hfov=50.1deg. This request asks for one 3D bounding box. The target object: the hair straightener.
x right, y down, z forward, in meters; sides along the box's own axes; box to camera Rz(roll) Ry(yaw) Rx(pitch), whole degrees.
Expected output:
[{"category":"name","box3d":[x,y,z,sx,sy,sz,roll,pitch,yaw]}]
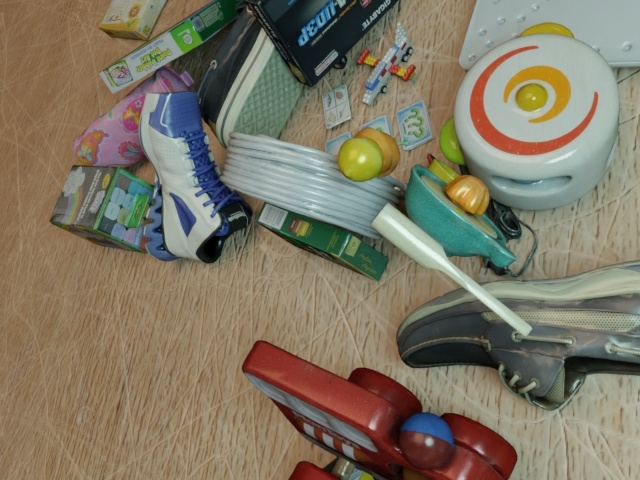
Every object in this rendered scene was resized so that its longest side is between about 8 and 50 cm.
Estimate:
[{"category":"hair straightener","box3d":[0.223,-0.050,0.914,0.089,0.047,0.230,-34,53,21]}]

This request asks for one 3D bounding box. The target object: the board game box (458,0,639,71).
[{"category":"board game box","box3d":[0.418,-0.397,0.925,0.390,0.050,0.390,9,75,40]}]

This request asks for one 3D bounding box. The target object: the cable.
[{"category":"cable","box3d":[-0.015,-0.080,0.974,0.257,0.257,0.089,21,95,36]}]

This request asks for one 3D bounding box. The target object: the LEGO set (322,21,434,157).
[{"category":"LEGO set","box3d":[0.073,-0.236,1.112,0.182,0.060,0.244,-21,57,24]}]

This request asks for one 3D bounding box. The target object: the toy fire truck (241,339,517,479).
[{"category":"toy fire truck","box3d":[0.073,0.226,0.729,0.302,0.254,0.169,21,66,31]}]

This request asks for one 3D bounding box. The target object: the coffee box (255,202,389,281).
[{"category":"coffee box","box3d":[0.000,0.000,1.019,0.184,0.113,0.040,22,83,40]}]

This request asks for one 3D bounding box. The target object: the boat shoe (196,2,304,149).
[{"category":"boat shoe","box3d":[-0.063,-0.391,1.204,0.156,0.186,0.500,36,98,34]}]

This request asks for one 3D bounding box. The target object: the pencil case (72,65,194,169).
[{"category":"pencil case","box3d":[-0.382,-0.243,1.422,0.284,0.124,0.124,-34,53,20]}]

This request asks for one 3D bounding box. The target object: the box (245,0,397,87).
[{"category":"box","box3d":[0.007,-0.387,1.100,0.220,0.175,0.051,-46,43,-9]}]

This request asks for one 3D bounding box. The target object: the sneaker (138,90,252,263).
[{"category":"sneaker","box3d":[-0.201,-0.095,1.174,0.182,0.127,0.316,15,115,28]}]

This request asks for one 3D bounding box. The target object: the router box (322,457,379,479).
[{"category":"router box","box3d":[0.018,0.368,0.877,0.179,0.046,0.133,-42,50,14]}]

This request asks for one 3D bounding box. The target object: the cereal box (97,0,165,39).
[{"category":"cereal box","box3d":[-0.436,-0.609,1.677,0.173,0.047,0.240,20,82,41]}]

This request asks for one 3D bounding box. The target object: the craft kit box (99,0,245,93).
[{"category":"craft kit box","box3d":[-0.289,-0.409,1.385,0.246,0.061,0.250,-16,26,29]}]

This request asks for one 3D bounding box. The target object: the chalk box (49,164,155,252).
[{"category":"chalk box","box3d":[-0.399,-0.061,1.340,0.213,0.132,0.132,8,74,38]}]

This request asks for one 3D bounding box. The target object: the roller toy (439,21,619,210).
[{"category":"roller toy","box3d":[0.265,-0.147,0.839,0.209,0.146,0.191,-41,62,3]}]

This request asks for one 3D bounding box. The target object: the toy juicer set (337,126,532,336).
[{"category":"toy juicer set","box3d":[0.121,-0.052,0.760,0.089,0.209,0.329,-51,20,18]}]

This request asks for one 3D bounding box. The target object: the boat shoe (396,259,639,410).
[{"category":"boat shoe","box3d":[0.245,0.117,0.766,0.355,0.132,0.130,-16,60,32]}]
